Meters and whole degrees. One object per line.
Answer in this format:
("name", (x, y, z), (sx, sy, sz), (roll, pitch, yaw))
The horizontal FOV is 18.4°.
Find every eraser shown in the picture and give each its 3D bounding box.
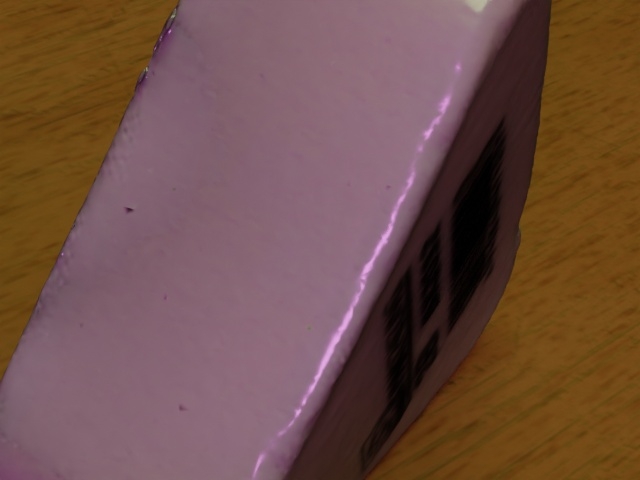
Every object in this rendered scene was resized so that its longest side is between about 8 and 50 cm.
("eraser", (0.000, 0.000, 0.959), (0.150, 0.331, 0.331), (27, 36, 12))
